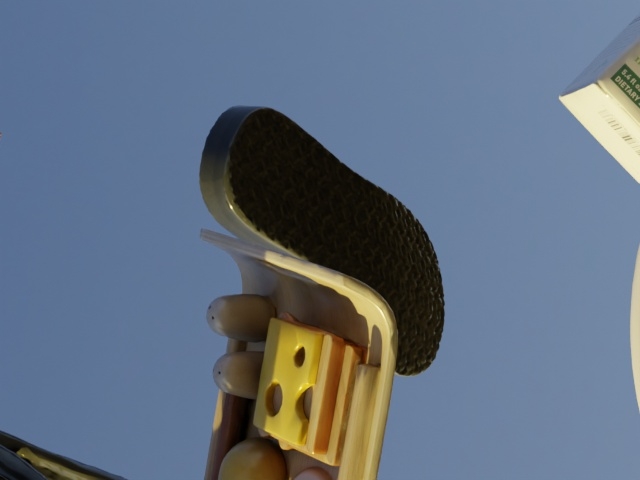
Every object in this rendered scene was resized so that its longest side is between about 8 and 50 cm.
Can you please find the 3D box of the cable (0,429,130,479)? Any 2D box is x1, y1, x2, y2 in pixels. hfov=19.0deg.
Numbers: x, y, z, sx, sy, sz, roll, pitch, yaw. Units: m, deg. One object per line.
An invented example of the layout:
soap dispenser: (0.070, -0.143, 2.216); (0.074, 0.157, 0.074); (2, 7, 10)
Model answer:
cable: (-0.183, 0.105, 0.871); (0.139, 0.287, 0.072); (-41, -28, -76)

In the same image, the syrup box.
syrup box: (0.295, -0.157, 1.397); (0.237, 0.096, 0.093); (-45, -85, -9)

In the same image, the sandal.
sandal: (0.000, -0.003, 2.059); (0.446, 0.107, 0.167); (45, -121, -43)

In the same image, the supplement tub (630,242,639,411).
supplement tub: (0.325, 0.040, 0.821); (0.325, 0.235, 0.235); (8, -92, -27)

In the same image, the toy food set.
toy food set: (-0.056, 0.156, 1.369); (0.092, 0.220, 0.306); (7, -86, -31)
